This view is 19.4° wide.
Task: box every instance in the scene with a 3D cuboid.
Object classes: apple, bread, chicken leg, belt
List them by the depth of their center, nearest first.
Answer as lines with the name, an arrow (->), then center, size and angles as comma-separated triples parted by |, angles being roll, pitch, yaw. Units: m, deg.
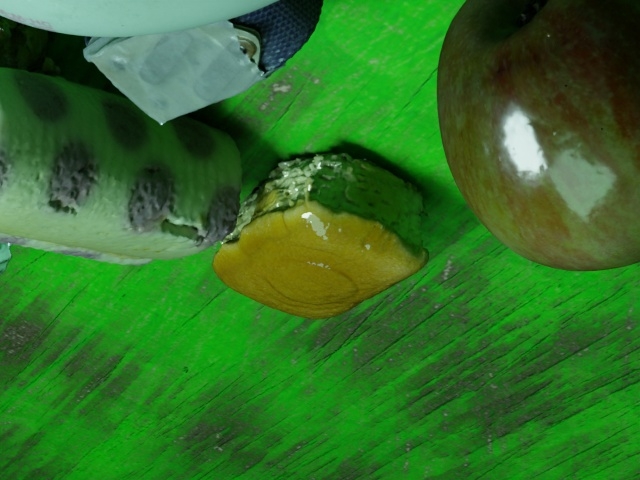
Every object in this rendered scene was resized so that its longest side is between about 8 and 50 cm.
apple -> 0.215, -0.111, 1.530 | 0.257, 0.257, 0.234 | -9, 139, 39
belt -> -0.114, -0.204, 1.665 | 0.230, 0.139, 0.126 | -12, 140, 45
bread -> -0.253, -0.072, 1.863 | 0.187, 0.155, 0.338 | -12, 165, 41
chicken leg -> -0.310, -0.179, 1.877 | 0.103, 0.088, 0.227 | -20, 155, 7
bread -> 0.000, 0.000, 1.973 | 0.174, 0.121, 0.245 | 32, 146, -21

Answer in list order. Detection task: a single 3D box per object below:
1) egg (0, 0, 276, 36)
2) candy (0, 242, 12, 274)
egg -> -0.154, -0.275, 1.477 | 0.371, 0.230, 0.230 | 5, 149, 14
candy -> -0.541, -0.073, 2.113 | 0.398, 0.172, 0.263 | 40, 144, -13
